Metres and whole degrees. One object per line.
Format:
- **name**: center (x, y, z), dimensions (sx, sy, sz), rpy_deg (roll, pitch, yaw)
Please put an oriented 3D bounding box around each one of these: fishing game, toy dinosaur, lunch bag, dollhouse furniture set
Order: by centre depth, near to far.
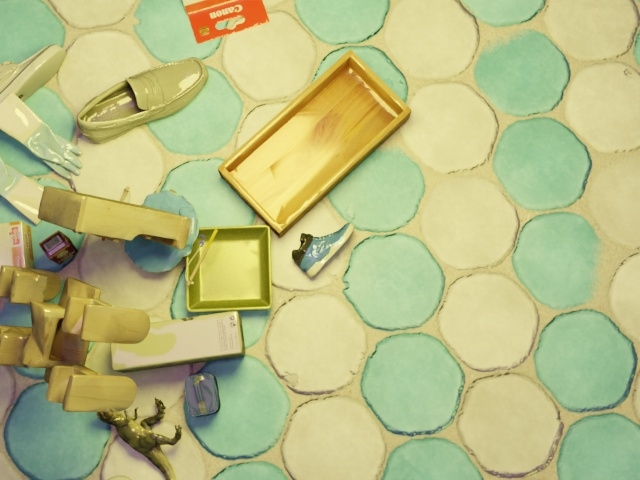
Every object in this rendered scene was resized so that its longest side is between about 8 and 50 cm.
- **dollhouse furniture set**: center (-0.455, 0.112, 1.729), dimensions (0.362, 0.256, 0.394), rpy_deg (14, 92, 44)
- **toy dinosaur**: center (-0.360, 0.415, 1.808), dimensions (0.118, 0.064, 0.268), rpy_deg (-44, 85, -1)
- **lunch bag**: center (-0.253, 0.328, 1.821), dimensions (0.067, 0.065, 0.098), rpy_deg (-11, 80, -3)
- **fishing game**: center (-0.351, -0.020, 1.880), dimensions (0.264, 0.041, 0.189), rpy_deg (21, 84, 21)

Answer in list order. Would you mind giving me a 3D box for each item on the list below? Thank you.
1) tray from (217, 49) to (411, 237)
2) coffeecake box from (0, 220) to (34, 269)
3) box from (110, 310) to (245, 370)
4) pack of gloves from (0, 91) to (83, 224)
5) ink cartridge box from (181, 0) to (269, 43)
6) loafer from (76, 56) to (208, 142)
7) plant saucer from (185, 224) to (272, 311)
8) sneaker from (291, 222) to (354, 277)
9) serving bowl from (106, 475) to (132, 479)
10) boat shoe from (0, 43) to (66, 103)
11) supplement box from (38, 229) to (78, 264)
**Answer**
- **tray**: center (-0.012, -0.220, 1.925), dimensions (0.411, 0.076, 0.203), rpy_deg (-43, 82, -9)
- **coffeecake box**: center (-0.733, 0.044, 1.867), dimensions (0.185, 0.068, 0.142), rpy_deg (-8, 79, -2)
- **box**: center (-0.303, 0.219, 1.819), dimensions (0.275, 0.113, 0.094), rpy_deg (-7, 79, -3)
- **pack of gloves**: center (-0.668, -0.183, 1.914), dimensions (0.232, 0.046, 0.195), rpy_deg (41, 79, -15)
- **ink cartridge box**: center (-0.242, -0.605, 2.006), dimensions (0.189, 0.066, 0.232), rpy_deg (-18, 76, -4)
- **loafer**: center (-0.400, -0.324, 1.919), dimensions (0.319, 0.111, 0.112), rpy_deg (-32, 81, -6)
- **plant saucer**: center (-0.202, 0.065, 1.882), dimensions (0.188, 0.045, 0.188), rpy_deg (-2, 79, -1)
- **sneaker**: center (0.000, 0.000, 1.890), dimensions (0.084, 0.058, 0.152), rpy_deg (43, 88, -2)
- **serving bowl**: center (-0.429, 0.541, 1.797), dimensions (0.083, 0.027, 0.083), rpy_deg (0, 78, -1)
- **boat shoe**: center (-0.703, -0.364, 1.937), dimensions (0.267, 0.096, 0.088), rpy_deg (-45, 87, 0)
- **supplement box**: center (-0.576, 0.016, 1.866), dimensions (0.055, 0.083, 0.043), rpy_deg (-36, 82, -7)
